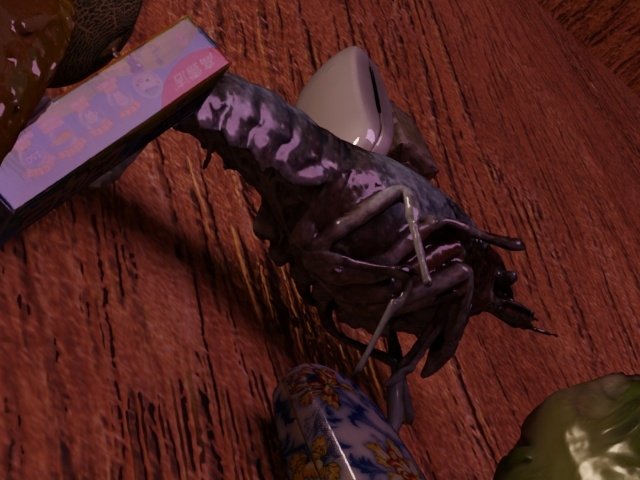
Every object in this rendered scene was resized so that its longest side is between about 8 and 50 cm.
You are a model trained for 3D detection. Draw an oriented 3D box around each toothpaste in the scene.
[{"bbox_3d":[-0.128,-0.069,1.041,0.044,0.070,0.193,47,50,3],"label":"toothpaste"}]

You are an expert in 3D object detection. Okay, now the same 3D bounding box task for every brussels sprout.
[{"bbox_3d":[0.228,0.204,1.218,0.244,0.244,0.244,41,18,-16],"label":"brussels sprout"}]

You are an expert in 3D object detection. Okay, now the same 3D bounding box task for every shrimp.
[{"bbox_3d":[0.004,-0.002,1.234,0.410,0.166,0.221,42,-10,-30],"label":"shrimp"}]

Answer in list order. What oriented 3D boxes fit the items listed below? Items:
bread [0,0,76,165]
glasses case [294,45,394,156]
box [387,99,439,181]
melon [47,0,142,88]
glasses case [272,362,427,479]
[{"bbox_3d":[-0.193,-0.037,0.709,0.070,0.236,0.236,42,17,-25],"label":"bread"},{"bbox_3d":[0.018,-0.103,1.588,0.059,0.092,0.233,38,17,-20],"label":"glasses case"},{"bbox_3d":[0.075,-0.095,1.783,0.062,0.045,0.098,36,21,-31],"label":"box"},{"bbox_3d":[-0.190,-0.175,1.174,0.192,0.139,0.139,44,17,7],"label":"melon"},{"bbox_3d":[0.035,0.170,1.051,0.087,0.065,0.248,34,22,-40],"label":"glasses case"}]
